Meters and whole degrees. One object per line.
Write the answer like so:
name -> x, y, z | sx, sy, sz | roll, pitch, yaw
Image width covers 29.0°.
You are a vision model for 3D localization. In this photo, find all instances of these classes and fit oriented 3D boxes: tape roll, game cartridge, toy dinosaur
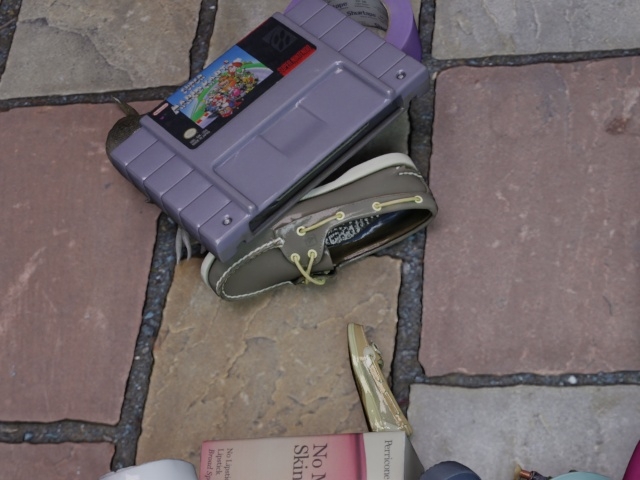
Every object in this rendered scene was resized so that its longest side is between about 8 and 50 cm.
tape roll -> 0.040, -0.269, 1.694 | 0.189, 0.080, 0.189 | -7, 58, 12
game cartridge -> -0.066, -0.154, 1.555 | 0.355, 0.068, 0.230 | -41, 61, -16
toy dinosaur -> -0.217, -0.126, 1.661 | 0.160, 0.121, 0.313 | -36, 61, -22

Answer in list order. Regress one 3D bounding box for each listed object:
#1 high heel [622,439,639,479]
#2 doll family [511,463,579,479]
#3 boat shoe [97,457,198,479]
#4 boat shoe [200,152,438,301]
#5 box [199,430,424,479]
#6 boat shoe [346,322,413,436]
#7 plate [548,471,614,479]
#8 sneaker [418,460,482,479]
high heel -> 0.250, 0.323, 1.174 | 0.181, 0.127, 0.377 | 3, 40, 17
doll family -> 0.233, 0.324, 1.305 | 0.111, 0.076, 0.193 | 18, 72, 19
boat shoe -> -0.173, 0.303, 1.305 | 0.109, 0.302, 0.094 | -13, 68, -8
boat shoe -> -0.001, -0.003, 1.534 | 0.305, 0.109, 0.091 | -27, 52, -5
box -> -0.009, 0.300, 1.350 | 0.232, 0.127, 0.148 | -6, 59, 13
boat shoe -> 0.066, 0.164, 1.453 | 0.048, 0.056, 0.153 | -14, 59, -3
plate -> 0.278, 0.327, 1.253 | 0.188, 0.024, 0.188 | 6, 72, -20
sneaker -> 0.141, 0.379, 1.198 | 0.131, 0.112, 0.319 | 5, 92, 59
